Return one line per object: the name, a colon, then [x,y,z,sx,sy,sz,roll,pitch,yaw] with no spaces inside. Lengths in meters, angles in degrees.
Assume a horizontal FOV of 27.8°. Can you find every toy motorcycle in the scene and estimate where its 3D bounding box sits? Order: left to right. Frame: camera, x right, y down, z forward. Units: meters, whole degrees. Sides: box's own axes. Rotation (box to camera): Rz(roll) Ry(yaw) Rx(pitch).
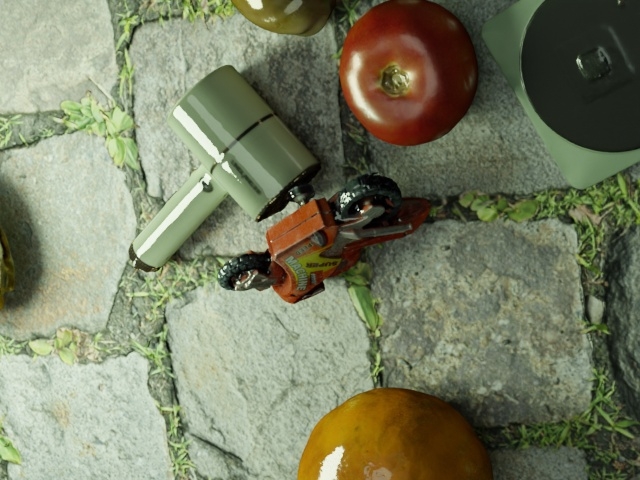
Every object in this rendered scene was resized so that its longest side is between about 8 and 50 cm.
toy motorcycle: [-0.001,0.001,1.811,0.298,0.171,0.089,-30,54,20]

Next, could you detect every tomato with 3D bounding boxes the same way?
tomato: [0.118,-0.225,1.720,0.195,0.136,0.195,6,107,19]

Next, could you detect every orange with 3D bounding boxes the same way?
orange: [0.101,0.348,1.815,0.284,0.226,0.284,2,97,22]

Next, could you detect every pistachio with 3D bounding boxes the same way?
pistachio: [-0.070,-0.362,1.771,0.210,0.130,0.165,32,151,11]

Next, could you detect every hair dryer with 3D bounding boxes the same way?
hair dryer: [-0.180,-0.065,1.890,0.203,0.128,0.362,48,121,4]

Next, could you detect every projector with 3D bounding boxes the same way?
projector: [0.374,-0.230,1.644,0.259,0.079,0.257,-29,95,36]

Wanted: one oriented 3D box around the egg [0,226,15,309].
egg: [-0.627,0.029,2.048,0.286,0.174,0.264,-12,99,-2]
